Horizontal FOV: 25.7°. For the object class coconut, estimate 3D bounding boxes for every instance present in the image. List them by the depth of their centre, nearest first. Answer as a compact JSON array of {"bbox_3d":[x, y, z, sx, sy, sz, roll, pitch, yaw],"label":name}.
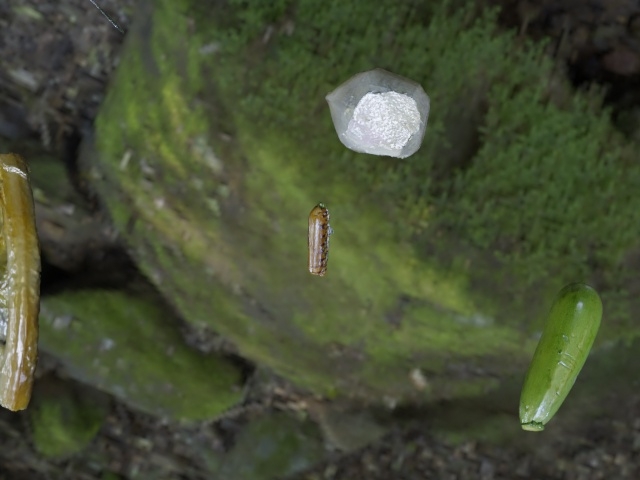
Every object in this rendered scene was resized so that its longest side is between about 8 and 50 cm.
[{"bbox_3d":[0.066,-0.151,1.661,0.125,0.110,0.110,13,160,1],"label":"coconut"}]

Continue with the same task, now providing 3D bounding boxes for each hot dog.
[{"bbox_3d":[0.000,0.000,2.174,0.037,0.049,0.122,6,114,17],"label":"hot dog"}]

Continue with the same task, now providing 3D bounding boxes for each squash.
[{"bbox_3d":[0.296,0.144,1.742,0.066,0.201,0.066,23,169,5],"label":"squash"}]

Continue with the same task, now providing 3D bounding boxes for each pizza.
[{"bbox_3d":[-0.426,0.050,1.793,0.089,0.323,0.223,0,-179,-34],"label":"pizza"}]

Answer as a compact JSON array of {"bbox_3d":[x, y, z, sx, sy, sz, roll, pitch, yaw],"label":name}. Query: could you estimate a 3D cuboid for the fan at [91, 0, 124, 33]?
[{"bbox_3d":[-0.318,-0.334,2.100,0.060,0.003,0.080,49,-175,34],"label":"fan"}]
